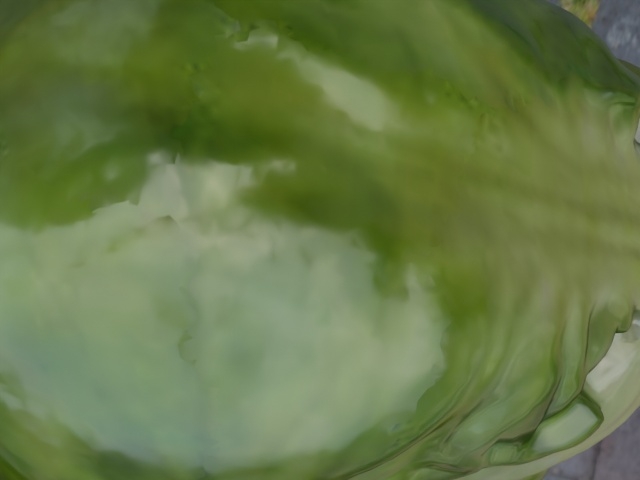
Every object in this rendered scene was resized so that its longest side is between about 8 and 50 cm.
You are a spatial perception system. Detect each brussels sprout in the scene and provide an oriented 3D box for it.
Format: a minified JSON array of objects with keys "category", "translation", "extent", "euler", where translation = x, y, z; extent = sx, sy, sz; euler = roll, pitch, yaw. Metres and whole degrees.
[{"category":"brussels sprout","translation":[0.000,0.000,0.431],"extent":[0.271,0.210,0.219],"euler":[6,153,-19]}]
